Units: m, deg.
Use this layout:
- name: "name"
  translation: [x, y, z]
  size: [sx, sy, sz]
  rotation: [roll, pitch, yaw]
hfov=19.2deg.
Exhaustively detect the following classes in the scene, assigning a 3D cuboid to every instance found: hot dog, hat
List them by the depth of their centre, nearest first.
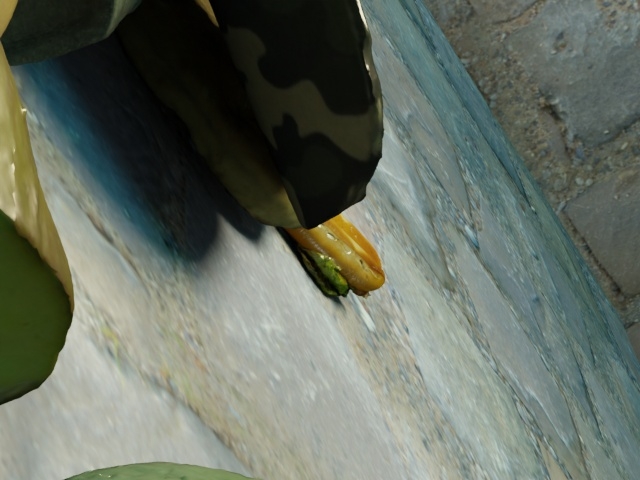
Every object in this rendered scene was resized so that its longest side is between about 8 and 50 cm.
- name: "hat"
  translation: [-0.102, -0.193, 1.111]
  size: [0.366, 0.257, 0.381]
  rotation: [-101, -172, -83]
- name: "hot dog"
  translation: [0.000, 0.000, 1.371]
  size: [0.133, 0.041, 0.056]
  rotation: [45, 18, -30]

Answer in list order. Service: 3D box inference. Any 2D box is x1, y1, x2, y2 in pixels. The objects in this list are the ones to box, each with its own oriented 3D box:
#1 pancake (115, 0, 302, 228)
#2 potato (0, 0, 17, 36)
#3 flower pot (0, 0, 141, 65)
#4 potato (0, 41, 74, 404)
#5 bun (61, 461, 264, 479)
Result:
- name: "pancake"
  translation: [-0.063, -0.115, 1.289]
  size: [0.242, 0.050, 0.242]
  rotation: [52, 15, -20]
- name: "potato"
  translation: [-0.170, -0.132, 0.786]
  size: [0.112, 0.112, 0.147]
  rotation: [51, 22, -42]
- name: "flower pot"
  translation: [-0.170, -0.196, 0.930]
  size: [0.229, 0.103, 0.108]
  rotation: [60, 12, -14]
- name: "potato"
  translation: [-0.164, -0.058, 0.532]
  size: [0.298, 0.141, 0.176]
  rotation: [53, 23, -33]
- name: "bun"
  translation: [0.016, 0.191, 0.606]
  size: [0.293, 0.187, 0.293]
  rotation: [59, 12, -21]
